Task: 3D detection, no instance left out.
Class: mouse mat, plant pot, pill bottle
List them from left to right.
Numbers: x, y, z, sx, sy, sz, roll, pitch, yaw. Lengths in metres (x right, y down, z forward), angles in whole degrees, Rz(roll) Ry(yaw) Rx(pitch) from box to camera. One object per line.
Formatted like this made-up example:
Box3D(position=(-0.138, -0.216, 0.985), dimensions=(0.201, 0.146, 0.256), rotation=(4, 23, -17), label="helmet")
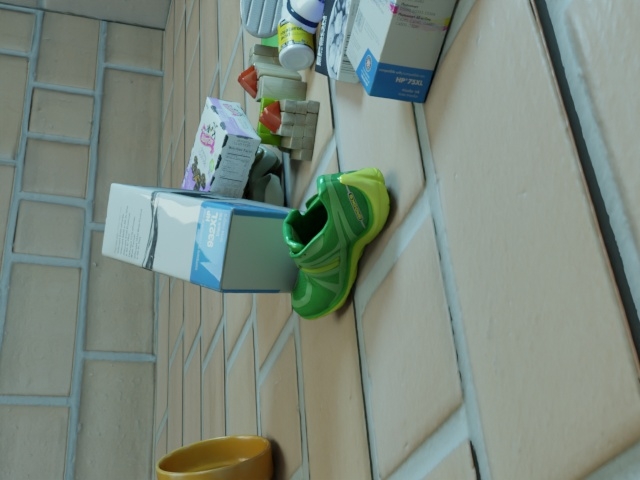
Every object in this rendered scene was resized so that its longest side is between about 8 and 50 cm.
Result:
Box3D(position=(-0.173, 0.465, 1.625), dimensions=(0.205, 0.205, 0.188), rotation=(-177, 77, -74), label="plant pot")
Box3D(position=(-0.102, -0.444, 1.999), dimensions=(0.190, 0.007, 0.153), rotation=(-103, 24, -44), label="mouse mat")
Box3D(position=(-0.046, -0.372, 1.678), dimensions=(0.065, 0.065, 0.116), rotation=(120, 151, -54), label="pill bottle")

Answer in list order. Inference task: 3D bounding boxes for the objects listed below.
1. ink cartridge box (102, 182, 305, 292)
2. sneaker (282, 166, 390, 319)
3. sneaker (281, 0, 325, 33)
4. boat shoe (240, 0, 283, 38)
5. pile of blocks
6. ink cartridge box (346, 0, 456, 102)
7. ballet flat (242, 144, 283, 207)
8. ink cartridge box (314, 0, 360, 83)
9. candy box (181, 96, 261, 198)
Box3D(position=(-0.167, -0.006, 1.469), dimensions=(0.307, 0.223, 0.129), rotation=(13, 97, 43), label="ink cartridge box")
Box3D(position=(0.000, 0.000, 1.290), dimensions=(0.296, 0.123, 0.109), rotation=(113, 156, -46), label="sneaker")
Box3D(position=(-0.023, -0.462, 1.633), dimensions=(0.095, 0.090, 0.235), rotation=(-56, 33, 33), label="sneaker")
Box3D(position=(-0.073, -0.549, 1.788), dimensions=(0.119, 0.121, 0.335), rotation=(-162, 89, -81), label="boat shoe")
Box3D(position=(-0.098, -0.258, 1.731), dimensions=(0.362, 0.112, 0.149), rotation=(-109, 30, -56), label="pile of blocks")
Box3D(position=(0.107, -0.301, 1.116), dimensions=(0.134, 0.078, 0.231), rotation=(-108, 29, -53), label="ink cartridge box")
Box3D(position=(-0.124, -0.112, 1.795), dimensions=(0.123, 0.123, 0.349), rotation=(113, 156, -45), label="ballet flat")
Box3D(position=(0.034, -0.360, 1.443), dimensions=(0.208, 0.045, 0.206), rotation=(-132, 50, -70), label="ink cartridge box")
Box3D(position=(-0.189, -0.142, 1.710), dimensions=(0.196, 0.070, 0.165), rotation=(-69, 28, 25), label="candy box")
